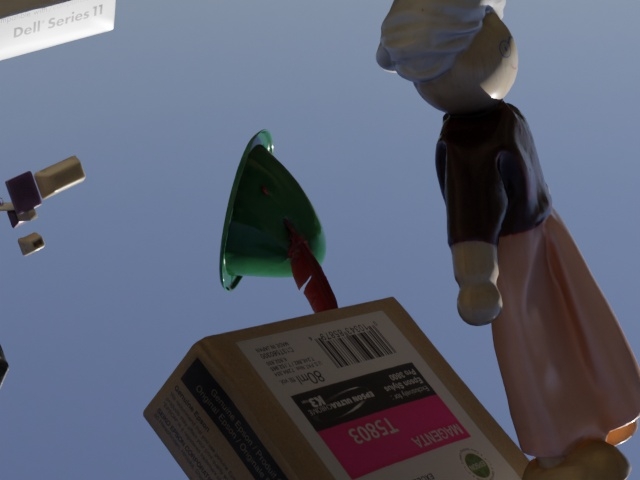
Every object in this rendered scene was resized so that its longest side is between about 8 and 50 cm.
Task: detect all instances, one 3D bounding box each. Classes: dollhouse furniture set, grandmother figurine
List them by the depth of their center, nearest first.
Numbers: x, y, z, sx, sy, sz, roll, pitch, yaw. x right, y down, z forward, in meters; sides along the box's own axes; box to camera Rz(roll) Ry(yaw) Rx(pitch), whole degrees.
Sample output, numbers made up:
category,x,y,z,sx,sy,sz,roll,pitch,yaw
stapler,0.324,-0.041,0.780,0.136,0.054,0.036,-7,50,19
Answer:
category,x,y,z,sx,sy,sz,roll,pitch,yaw
grandmother figurine,0.124,-0.015,1.089,0.104,0.342,0.208,-17,-165,11
dollhouse furniture set,-0.328,-0.044,1.945,0.081,0.091,0.114,-3,-160,46

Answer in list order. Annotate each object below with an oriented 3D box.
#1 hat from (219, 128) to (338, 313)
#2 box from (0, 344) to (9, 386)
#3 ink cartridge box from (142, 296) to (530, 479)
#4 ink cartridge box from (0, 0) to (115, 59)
category,x,y,z,sx,sy,sz,roll,pitch,yaw
hat,0.000,0.000,1.812,0.183,0.209,0.173,13,-166,11
box,-0.400,0.190,1.724,0.056,0.231,0.183,21,-171,-24
ink cartridge box,0.021,0.148,1.189,0.193,0.088,0.234,50,-148,21
ink cartridge box,-0.354,-0.299,1.781,0.207,0.119,0.353,-20,-132,-31
